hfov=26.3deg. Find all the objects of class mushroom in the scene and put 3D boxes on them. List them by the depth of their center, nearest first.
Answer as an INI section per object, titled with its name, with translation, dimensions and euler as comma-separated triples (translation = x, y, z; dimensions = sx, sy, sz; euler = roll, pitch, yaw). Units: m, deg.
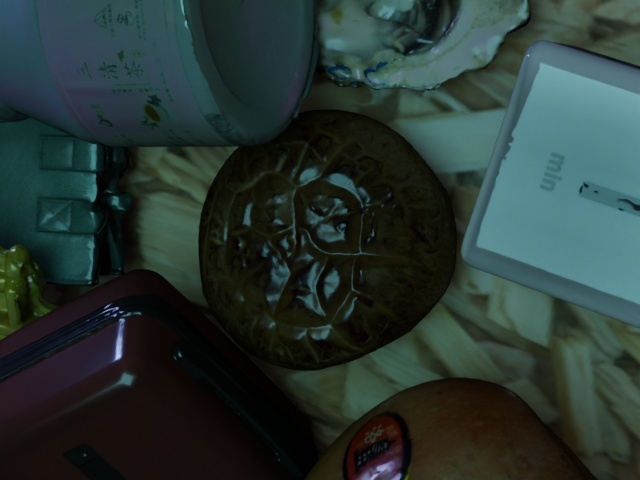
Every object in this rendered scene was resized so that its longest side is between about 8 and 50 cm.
[mushroom]
translation = 0.000, 0.000, 1.266
dimensions = 0.253, 0.153, 0.253
euler = -2, 86, 22

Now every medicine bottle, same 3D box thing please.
[medicine bottle]
translation = -0.178, -0.200, 1.178
dimensions = 0.290, 0.245, 0.245
euler = 1, 97, 25

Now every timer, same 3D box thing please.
[timer]
translation = 0.251, -0.048, 1.148
dimensions = 0.195, 0.192, 0.194
euler = 20, 102, 16

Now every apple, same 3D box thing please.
[apple]
translation = 0.108, 0.290, 1.154
dimensions = 0.305, 0.338, 0.338
euler = -39, 83, 4

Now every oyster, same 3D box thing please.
[oyster]
translation = 0.076, -0.226, 1.246
dimensions = 0.223, 0.083, 0.214
euler = 36, 109, 8

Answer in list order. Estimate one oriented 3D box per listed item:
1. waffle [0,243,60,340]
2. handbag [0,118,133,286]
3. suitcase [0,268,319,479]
[waffle]
translation = -0.354, 0.118, 1.378
dimensions = 0.307, 0.060, 0.312
euler = -21, 114, 27
[handbag]
translation = -0.320, -0.090, 1.391
dimensions = 0.274, 0.100, 0.268
euler = -1, 92, 18
[suitcase]
translation = -0.158, 0.186, 1.266
dimensions = 0.236, 0.161, 0.297
euler = -28, 125, 19
